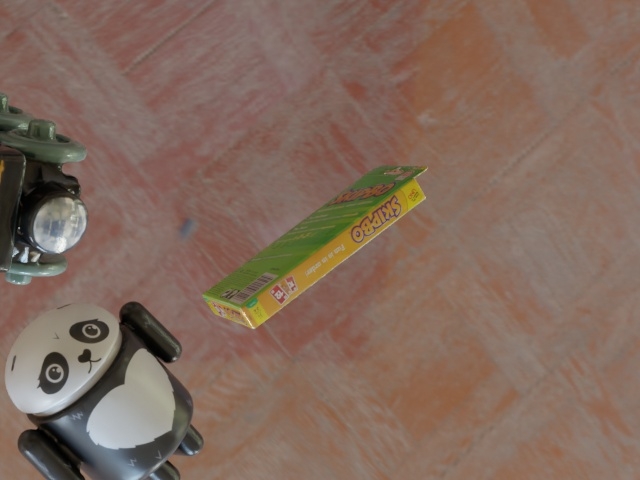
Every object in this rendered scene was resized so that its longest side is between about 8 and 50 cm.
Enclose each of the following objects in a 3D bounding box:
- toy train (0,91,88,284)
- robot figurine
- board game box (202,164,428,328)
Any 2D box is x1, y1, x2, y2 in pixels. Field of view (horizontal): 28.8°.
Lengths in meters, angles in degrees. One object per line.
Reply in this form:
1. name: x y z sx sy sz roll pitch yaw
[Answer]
1. toy train: -0.334 -0.061 1.045 0.190 0.334 0.142 2 106 -43
2. robot figurine: -0.273 0.205 1.596 0.173 0.209 0.278 -31 117 16
3. board game box: 0.000 0.000 1.343 0.259 0.124 0.039 -39 108 -16
